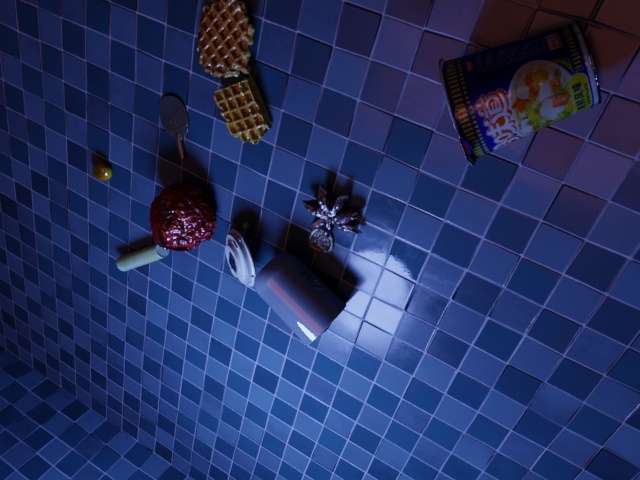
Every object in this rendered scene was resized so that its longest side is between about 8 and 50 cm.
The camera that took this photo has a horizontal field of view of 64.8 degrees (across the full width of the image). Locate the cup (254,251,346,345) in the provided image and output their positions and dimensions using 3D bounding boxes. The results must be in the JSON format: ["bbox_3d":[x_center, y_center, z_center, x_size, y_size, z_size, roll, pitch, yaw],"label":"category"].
[{"bbox_3d":[-0.082,0.201,1.819,0.312,0.205,0.205,45,127,3],"label":"cup"}]

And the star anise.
[{"bbox_3d":[0.036,-0.098,1.687,0.212,0.073,0.197,-8,112,29],"label":"star anise"}]

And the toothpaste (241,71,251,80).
[{"bbox_3d":[-0.254,-0.589,1.637,0.037,0.021,0.140,1,117,26],"label":"toothpaste"}]

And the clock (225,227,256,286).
[{"bbox_3d":[-0.315,0.071,1.911,0.236,0.053,0.237,40,141,44],"label":"clock"}]

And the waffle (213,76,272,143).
[{"bbox_3d":[-0.256,-0.422,1.696,0.160,0.055,0.211,-7,114,32],"label":"waffle"}]

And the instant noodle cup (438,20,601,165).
[{"bbox_3d":[0.478,-0.361,1.209,0.312,0.284,0.284,-17,105,26],"label":"instant noodle cup"}]

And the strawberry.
[{"bbox_3d":[-0.529,-0.072,1.912,0.273,0.220,0.274,3,122,4],"label":"strawberry"}]

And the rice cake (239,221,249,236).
[{"bbox_3d":[-0.303,-0.023,1.944,0.022,0.021,0.121,44,127,18],"label":"rice cake"}]

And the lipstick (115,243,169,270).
[{"bbox_3d":[-0.792,0.075,2.232,0.304,0.076,0.076,-15,106,34],"label":"lipstick"}]

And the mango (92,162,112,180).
[{"bbox_3d":[-0.928,-0.291,2.139,0.114,0.057,0.079,-8,114,41],"label":"mango"}]

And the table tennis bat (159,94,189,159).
[{"bbox_3d":[-0.539,-0.421,1.881,0.131,0.022,0.235,4,113,26],"label":"table tennis bat"}]

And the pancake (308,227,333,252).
[{"bbox_3d":[0.000,-0.001,1.789,0.107,0.017,0.108,11,120,20],"label":"pancake"}]

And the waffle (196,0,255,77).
[{"bbox_3d":[-0.302,-0.641,1.601,0.243,0.058,0.238,12,106,31],"label":"waffle"}]
